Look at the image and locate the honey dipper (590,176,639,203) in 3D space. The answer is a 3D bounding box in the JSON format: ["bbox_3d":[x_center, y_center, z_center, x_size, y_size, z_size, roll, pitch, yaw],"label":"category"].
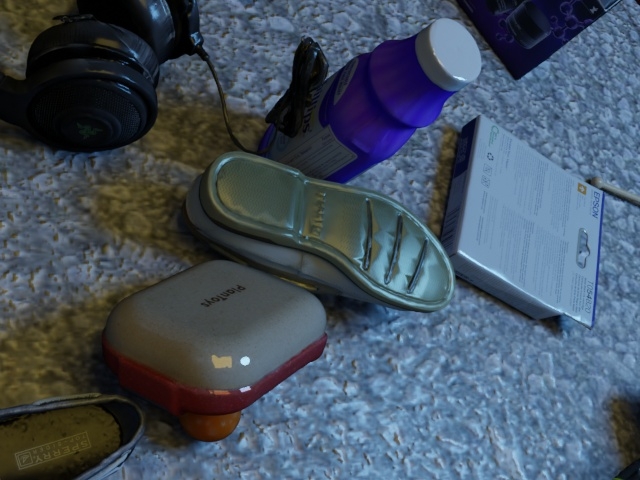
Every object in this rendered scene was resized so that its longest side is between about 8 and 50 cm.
[{"bbox_3d":[0.455,-0.059,1.364,0.160,0.030,0.030,17,59,-22],"label":"honey dipper"}]

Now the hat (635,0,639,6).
[{"bbox_3d":[0.591,-0.289,1.565,0.173,0.183,0.208,-2,109,-46],"label":"hat"}]

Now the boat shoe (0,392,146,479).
[{"bbox_3d":[-0.275,0.186,0.729,0.301,0.102,0.108,-11,74,-36],"label":"boat shoe"}]

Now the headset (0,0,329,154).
[{"bbox_3d":[-0.192,-0.206,0.921,0.394,0.185,0.243,25,56,-7],"label":"headset"}]

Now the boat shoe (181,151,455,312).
[{"bbox_3d":[0.000,0.000,0.994,0.302,0.103,0.113,26,61,-21],"label":"boat shoe"}]

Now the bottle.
[{"bbox_3d":[0.042,-0.129,0.968,0.092,0.283,0.118,35,54,-21],"label":"bottle"}]

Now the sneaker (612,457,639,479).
[{"bbox_3d":[0.348,0.365,1.006,0.384,0.145,0.147,-38,125,-22],"label":"sneaker"}]

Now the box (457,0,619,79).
[{"bbox_3d":[0.274,-0.385,1.306,0.103,0.184,0.261,-37,89,-39],"label":"box"}]

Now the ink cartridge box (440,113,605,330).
[{"bbox_3d":[0.261,-0.018,1.207,0.224,0.045,0.223,29,56,-19],"label":"ink cartridge box"}]

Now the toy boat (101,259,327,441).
[{"bbox_3d":[-0.093,0.115,0.867,0.151,0.151,0.231,22,23,23],"label":"toy boat"}]
